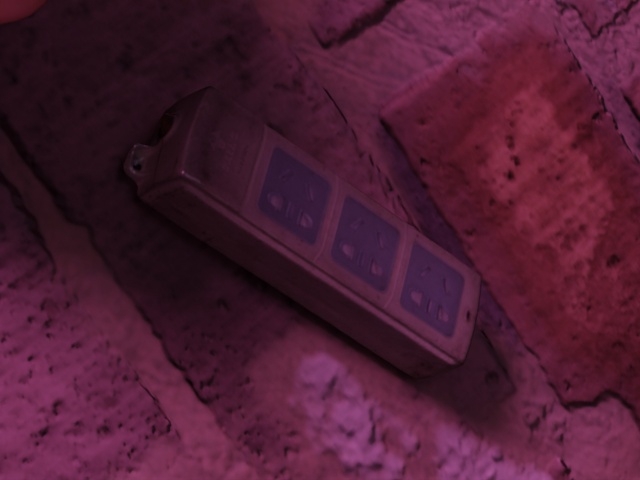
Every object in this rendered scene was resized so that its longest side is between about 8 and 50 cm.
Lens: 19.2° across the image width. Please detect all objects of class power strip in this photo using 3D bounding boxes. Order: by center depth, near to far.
[{"bbox_3d":[0.000,0.001,1.180,0.272,0.052,0.078,34,53,-27],"label":"power strip"}]

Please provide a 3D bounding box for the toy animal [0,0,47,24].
[{"bbox_3d":[-0.203,-0.235,0.994,0.237,0.269,0.326,46,17,-19],"label":"toy animal"}]
